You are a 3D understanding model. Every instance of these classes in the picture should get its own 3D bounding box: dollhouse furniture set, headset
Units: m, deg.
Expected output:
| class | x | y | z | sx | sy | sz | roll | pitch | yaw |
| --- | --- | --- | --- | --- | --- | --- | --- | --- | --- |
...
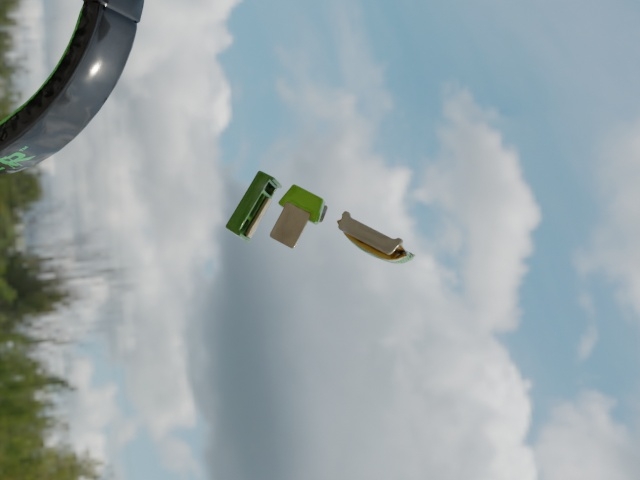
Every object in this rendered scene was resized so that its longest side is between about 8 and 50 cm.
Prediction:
| class | x | y | z | sx | sy | sz | roll | pitch | yaw |
| --- | --- | --- | --- | --- | --- | --- | --- | --- | --- |
| dollhouse furniture set | 0.000 | 0.000 | 1.153 | 0.058 | 0.152 | 0.076 | -62 | 166 | -4 |
| headset | -0.243 | -0.246 | 0.950 | 0.185 | 0.243 | 0.394 | 23 | 71 | -63 |
